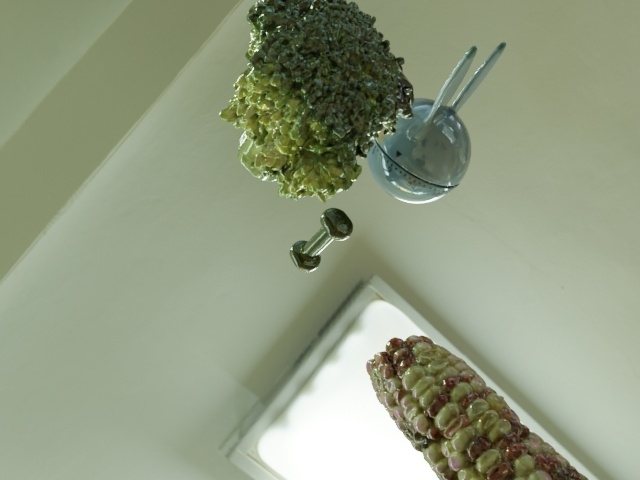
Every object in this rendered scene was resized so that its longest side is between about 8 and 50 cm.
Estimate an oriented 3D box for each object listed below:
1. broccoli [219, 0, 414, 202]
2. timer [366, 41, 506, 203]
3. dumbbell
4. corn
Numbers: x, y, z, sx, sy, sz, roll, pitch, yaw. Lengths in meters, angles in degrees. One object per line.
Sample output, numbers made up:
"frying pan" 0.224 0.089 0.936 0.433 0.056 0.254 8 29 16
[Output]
"broccoli" -0.010 -0.156 0.942 0.247 0.243 0.262 -7 -116 -43
"timer" 0.153 -0.179 1.142 0.176 0.175 0.255 -1 -64 -20
"dumbbell" 0.000 0.000 1.137 0.046 0.118 0.052 -23 -106 -42
"corn" 0.144 0.179 0.559 0.092 0.092 0.280 -34 -115 -14
